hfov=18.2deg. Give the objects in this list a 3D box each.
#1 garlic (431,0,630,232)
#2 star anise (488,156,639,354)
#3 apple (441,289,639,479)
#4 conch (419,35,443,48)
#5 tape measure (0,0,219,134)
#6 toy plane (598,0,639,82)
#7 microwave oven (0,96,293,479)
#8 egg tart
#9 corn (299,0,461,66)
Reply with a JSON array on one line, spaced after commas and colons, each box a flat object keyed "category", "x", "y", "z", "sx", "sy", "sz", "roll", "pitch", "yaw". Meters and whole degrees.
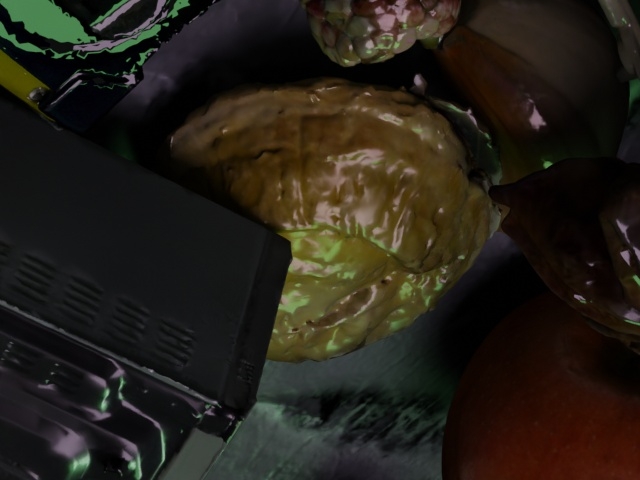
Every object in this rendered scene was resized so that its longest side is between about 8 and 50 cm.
[{"category": "garlic", "x": 0.136, "y": -0.068, "z": 1.244, "sx": 0.128, "sy": 0.115, "sz": 0.207, "roll": -21, "pitch": 142, "yaw": -15}, {"category": "star anise", "x": 0.258, "y": 0.023, "z": 1.143, "sx": 0.315, "sy": 0.108, "sz": 0.315, "roll": 11, "pitch": 165, "yaw": 3}, {"category": "apple", "x": 0.220, "y": 0.139, "z": 1.403, "sx": 0.271, "sy": 0.251, "sz": 0.206, "roll": -3, "pitch": 119, "yaw": -3}, {"category": "conch", "x": 0.034, "y": -0.187, "z": 1.095, "sx": 0.095, "sy": 0.079, "sz": 0.201, "roll": -60, "pitch": 146, "yaw": -3}, {"category": "tape measure", "x": -0.130, "y": -0.158, "z": 1.017, "sx": 0.199, "sy": 0.112, "sz": 0.186, "roll": -40, "pitch": 136, "yaw": 13}, {"category": "toy plane", "x": 0.130, "y": -0.189, "z": 1.091, "sx": 0.092, "sy": 0.108, "sz": 0.286, "roll": -17, "pitch": 122, "yaw": 26}, {"category": "microwave oven", "x": -0.182, "y": 0.105, "z": 1.139, "sx": 0.237, "sy": 0.181, "sz": 0.295, "roll": 26, "pitch": 127, "yaw": -11}, {"category": "egg tart", "x": 0.000, "y": 0.000, "z": 1.221, "sx": 0.231, "sy": 0.098, "sz": 0.252, "roll": 18, "pitch": 138, "yaw": -26}, {"category": "corn", "x": 0.005, "y": -0.211, "z": 0.987, "sx": 0.086, "sy": 0.086, "sz": 0.253, "roll": -19, "pitch": 103, "yaw": -8}]
